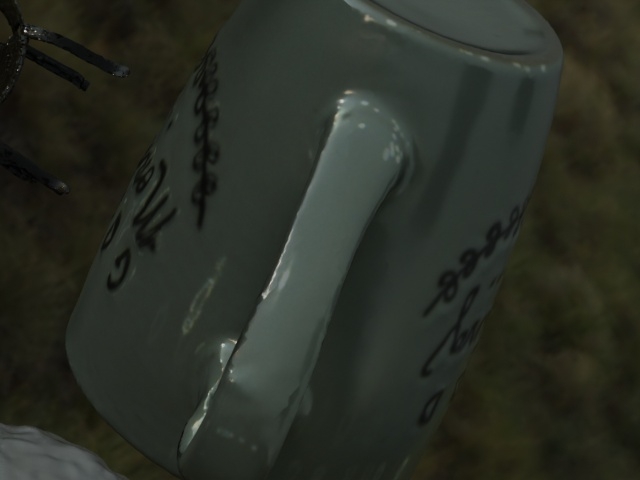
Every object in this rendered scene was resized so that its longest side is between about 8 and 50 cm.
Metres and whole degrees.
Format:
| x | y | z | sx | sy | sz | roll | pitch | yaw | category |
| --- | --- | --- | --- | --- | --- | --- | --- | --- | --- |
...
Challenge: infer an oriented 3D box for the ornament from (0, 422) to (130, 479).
| x | y | z | sx | sy | sz | roll | pitch | yaw | category |
| --- | --- | --- | --- | --- | --- | --- | --- | --- | --- |
| -0.281 | 0.318 | 1.487 | 0.337 | 0.337 | 0.337 | 51 | 18 | -23 | ornament |

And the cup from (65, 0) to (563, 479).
| x | y | z | sx | sy | sz | roll | pitch | yaw | category |
| --- | --- | --- | --- | --- | --- | --- | --- | --- | --- |
| 0.000 | 0.000 | 0.770 | 0.186 | 0.234 | 0.258 | 24 | 27 | -3 | cup |

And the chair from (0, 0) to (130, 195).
| x | y | z | sx | sy | sz | roll | pitch | yaw | category |
| --- | --- | --- | --- | --- | --- | --- | --- | --- | --- |
| -0.305 | -0.145 | 1.551 | 0.213 | 0.174 | 0.149 | 28 | -7 | -16 | chair |
